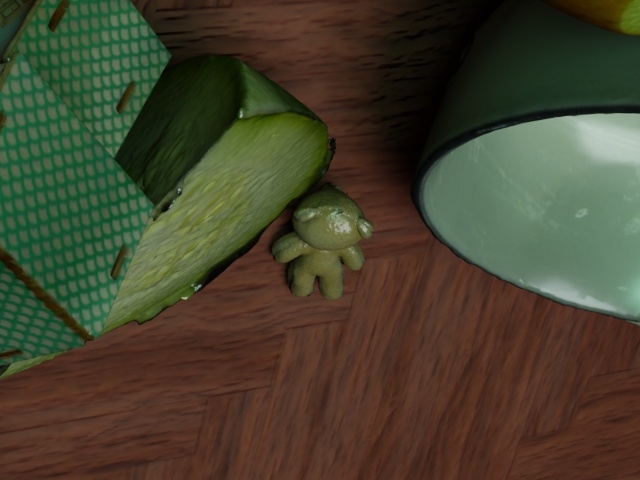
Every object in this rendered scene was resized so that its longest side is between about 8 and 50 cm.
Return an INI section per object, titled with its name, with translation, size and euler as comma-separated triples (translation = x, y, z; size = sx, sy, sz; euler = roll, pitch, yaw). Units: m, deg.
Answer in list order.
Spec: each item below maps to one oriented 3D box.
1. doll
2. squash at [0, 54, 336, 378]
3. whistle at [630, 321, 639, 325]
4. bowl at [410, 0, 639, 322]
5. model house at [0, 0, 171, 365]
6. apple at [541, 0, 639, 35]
[doll]
translation = 0.000, 0.007, 1.286
size = 0.061, 0.051, 0.093
euler = 6, 121, -6
[squash]
translation = -0.063, -0.010, 1.147
size = 0.155, 0.204, 0.237
euler = 36, 119, -25
[whistle]
translation = 0.282, -0.048, 1.438
size = 0.126, 0.067, 0.258
euler = 12, 122, -23
[bowl]
translation = 0.243, -0.084, 1.233
size = 0.354, 0.354, 0.185
euler = 32, 62, -47
[model house]
translation = -0.192, -0.043, 0.989
size = 0.271, 0.206, 0.178
euler = -37, 138, -4
[apple]
translation = 0.215, -0.278, 0.954
size = 0.384, 0.374, 0.374
euler = -43, 141, -27
